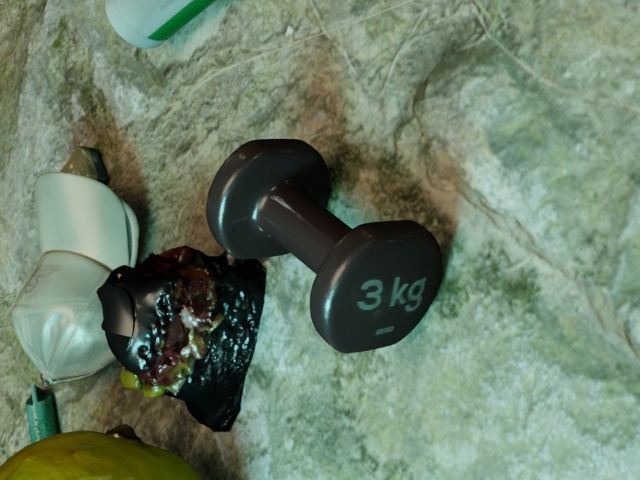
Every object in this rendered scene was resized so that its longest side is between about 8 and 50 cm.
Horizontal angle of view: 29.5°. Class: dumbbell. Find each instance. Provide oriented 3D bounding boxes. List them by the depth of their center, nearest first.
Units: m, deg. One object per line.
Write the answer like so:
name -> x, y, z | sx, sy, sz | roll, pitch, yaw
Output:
dumbbell -> 0.000, 0.000, 1.157 | 0.225, 0.140, 0.124 | 38, 122, 41

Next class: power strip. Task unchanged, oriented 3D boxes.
power strip -> -0.325, -0.063, 1.586 | 0.123, 0.032, 0.056 | -48, 51, 32

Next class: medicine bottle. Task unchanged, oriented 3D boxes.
medicine bottle -> -0.139, -0.314, 1.384 | 0.260, 0.095, 0.095 | -26, 66, 40

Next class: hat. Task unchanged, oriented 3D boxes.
hat -> -0.316, 0.040, 1.473 | 0.219, 0.164, 0.226 | -5, 114, 46

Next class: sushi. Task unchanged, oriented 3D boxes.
sushi -> -0.156, 0.088, 1.299 | 0.153, 0.150, 0.172 | 46, 116, 40

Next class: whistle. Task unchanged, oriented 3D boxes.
whistle -> -0.351, 0.276, 1.560 | 0.039, 0.039, 0.186 | -34, 61, 38

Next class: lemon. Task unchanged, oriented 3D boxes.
lemon -> -0.239, 0.347, 1.257 | 0.297, 0.297, 0.297 | -9, 78, 46
